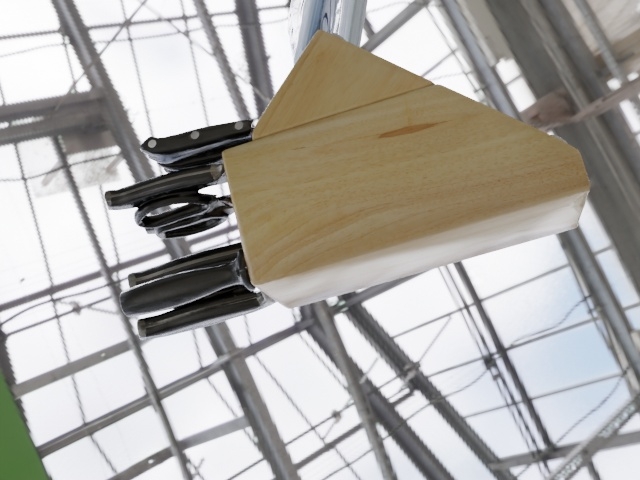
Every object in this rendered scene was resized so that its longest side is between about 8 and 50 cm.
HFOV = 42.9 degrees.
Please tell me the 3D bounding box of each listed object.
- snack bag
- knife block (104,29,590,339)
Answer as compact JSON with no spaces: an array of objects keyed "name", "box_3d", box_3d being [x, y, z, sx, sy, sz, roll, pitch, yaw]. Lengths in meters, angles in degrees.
[{"name":"snack bag","box_3d":[0.008,-0.308,0.802,0.037,0.323,0.342,2,-147,-10]},{"name":"knife block","box_3d":[0.000,0.000,0.541,0.275,0.088,0.242,29,-96,18]}]
